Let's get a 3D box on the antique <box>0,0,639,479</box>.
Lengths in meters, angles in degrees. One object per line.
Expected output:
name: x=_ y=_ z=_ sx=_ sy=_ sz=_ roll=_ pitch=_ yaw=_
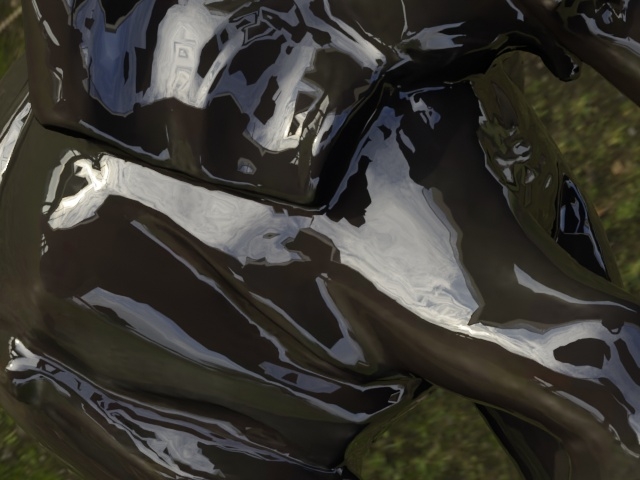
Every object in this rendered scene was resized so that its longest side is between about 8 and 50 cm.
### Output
antique: x=0.000 y=0.000 z=0.495 sx=0.255 sy=0.322 sz=0.185 roll=56 pitch=35 yaw=6
